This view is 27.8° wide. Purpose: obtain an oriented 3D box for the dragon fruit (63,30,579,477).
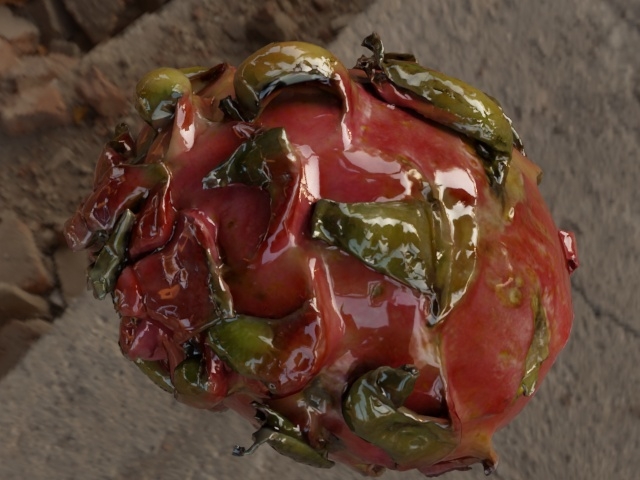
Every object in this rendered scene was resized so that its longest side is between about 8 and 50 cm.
[{"bbox_3d":[0.000,0.000,0.767,0.291,0.250,0.269,31,80,-24],"label":"dragon fruit"}]
